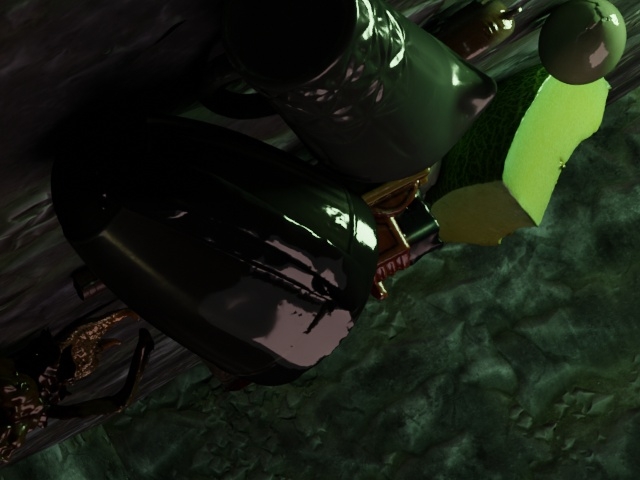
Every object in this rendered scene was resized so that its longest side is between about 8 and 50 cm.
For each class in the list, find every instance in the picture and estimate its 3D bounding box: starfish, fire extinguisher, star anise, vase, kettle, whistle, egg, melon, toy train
[{"bbox_3d":[-0.444,0.220,1.845,0.301,0.084,0.293,-32,173,-18],"label":"starfish"},{"bbox_3d":[-0.259,0.033,1.438,0.132,0.039,0.056,-27,-178,-24],"label":"fire extinguisher"},{"bbox_3d":[-0.409,0.219,1.639,0.346,0.148,0.237,-24,147,-10],"label":"star anise"},{"bbox_3d":[0.006,-0.141,0.916,0.251,0.156,0.301,-6,174,15],"label":"vase"},{"bbox_3d":[-0.106,-0.001,0.942,0.271,0.251,0.207,31,111,-34],"label":"kettle"},{"bbox_3d":[0.132,-0.212,1.250,0.220,0.057,0.107,-29,-171,32],"label":"whistle"},{"bbox_3d":[0.356,-0.272,1.497,0.114,0.114,0.152,-29,171,-8],"label":"egg"},{"bbox_3d":[0.328,-0.161,1.808,0.331,0.226,0.343,105,9,-66],"label":"melon"},{"bbox_3d":[0.000,0.000,1.485,0.369,0.232,0.163,-28,176,-13],"label":"toy train"}]

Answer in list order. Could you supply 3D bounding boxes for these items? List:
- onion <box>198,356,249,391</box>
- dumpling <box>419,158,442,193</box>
[{"bbox_3d":[-0.130,0.139,2.081,0.206,0.216,0.207,-28,166,-49],"label":"onion"},{"bbox_3d":[0.148,-0.122,1.742,0.149,0.105,0.217,-26,171,-14],"label":"dumpling"}]
